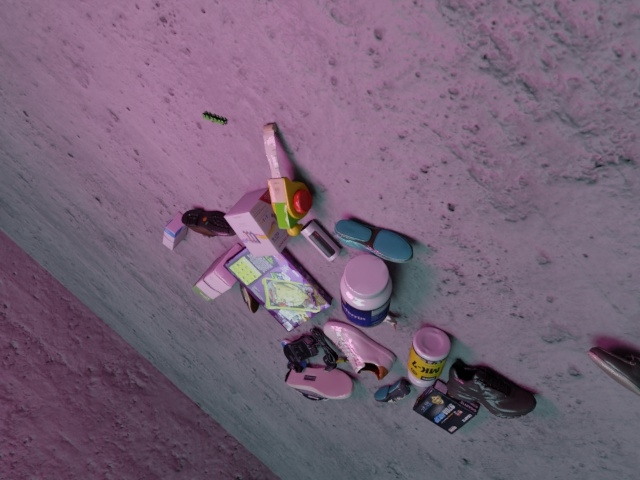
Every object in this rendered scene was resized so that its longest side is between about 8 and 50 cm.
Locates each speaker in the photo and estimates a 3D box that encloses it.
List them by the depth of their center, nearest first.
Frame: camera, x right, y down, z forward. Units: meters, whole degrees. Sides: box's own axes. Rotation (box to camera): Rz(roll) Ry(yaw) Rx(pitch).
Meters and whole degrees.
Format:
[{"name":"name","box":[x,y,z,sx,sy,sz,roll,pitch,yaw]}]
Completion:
[{"name":"speaker","box":[0.000,0.000,1.720,0.136,0.055,0.055,47,142,-13]}]

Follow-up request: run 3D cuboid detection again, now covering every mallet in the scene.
[{"name":"mallet","box":[0.084,0.466,2.182,0.189,0.039,0.062,-26,109,45]}]

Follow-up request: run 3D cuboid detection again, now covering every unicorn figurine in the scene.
[{"name":"unicorn figurine","box":[0.193,0.252,1.845,0.111,0.060,0.162,40,160,-6]}]

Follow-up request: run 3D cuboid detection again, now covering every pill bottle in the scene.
[{"name":"pill bottle","box":[0.135,0.152,1.646,0.153,0.153,0.265,25,157,16]},{"name":"pill bottle","box":[0.347,0.385,1.805,0.119,0.119,0.208,23,142,18]}]

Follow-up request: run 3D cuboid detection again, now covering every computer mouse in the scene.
[{"name":"computer mouse","box":[-0.029,0.453,2.223,0.184,0.060,0.262,53,134,3]}]

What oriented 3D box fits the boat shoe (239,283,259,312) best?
[{"name":"boat shoe","box":[-0.282,0.221,2.197,0.049,0.056,0.152,16,130,33]}]

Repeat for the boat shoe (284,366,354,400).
[{"name":"boat shoe","box":[0.023,0.618,2.344,0.340,0.127,0.158,4,146,39]}]

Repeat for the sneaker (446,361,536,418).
[{"name":"sneaker","box":[0.536,0.470,1.762,0.286,0.109,0.130,10,130,28]}]

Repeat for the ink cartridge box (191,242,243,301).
[{"name":"ink cartridge box","box":[-0.363,0.122,2.058,0.092,0.160,0.219,44,144,-12]}]

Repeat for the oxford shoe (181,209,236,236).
[{"name":"oxford shoe","box":[-0.375,-0.052,1.964,0.227,0.083,0.096,14,157,28]}]

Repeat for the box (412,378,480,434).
[{"name":"box","box":[0.452,0.606,2.016,0.175,0.051,0.220,31,143,8]}]

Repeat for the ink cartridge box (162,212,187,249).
[{"name":"ink cartridge box","box":[-0.548,-0.033,2.098,0.052,0.088,0.122,34,144,4]}]

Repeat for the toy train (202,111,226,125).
[{"name":"toy train","box":[-0.308,-0.353,1.616,0.083,0.017,0.024,23,151,18]}]

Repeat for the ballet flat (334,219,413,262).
[{"name":"ballet flat","box":[0.156,0.006,1.593,0.247,0.083,0.087,22,165,19]}]

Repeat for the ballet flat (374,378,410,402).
[{"name":"ballet flat","box":[0.279,0.590,2.126,0.074,0.074,0.203,39,141,-3]}]

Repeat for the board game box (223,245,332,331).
[{"name":"board game box","box":[-0.148,0.148,1.940,0.208,0.056,0.347,-34,107,29]}]

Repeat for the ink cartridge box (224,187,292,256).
[{"name":"ink cartridge box","box":[-0.184,-0.054,1.747,0.127,0.128,0.176,-7,127,43]}]

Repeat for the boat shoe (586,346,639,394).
[{"name":"boat shoe","box":[0.843,0.360,1.416,0.335,0.095,0.112,37,180,6]}]

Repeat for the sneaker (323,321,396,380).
[{"name":"sneaker","box":[0.122,0.399,2.001,0.290,0.123,0.106,28,145,14]}]

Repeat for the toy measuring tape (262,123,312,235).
[{"name":"toy measuring tape","box":[-0.092,-0.175,1.595,0.121,0.121,0.330,3,109,37]}]

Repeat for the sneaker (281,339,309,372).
[{"name":"sneaker","box":[-0.121,0.492,2.329,0.152,0.084,0.058,48,142,-15]}]
